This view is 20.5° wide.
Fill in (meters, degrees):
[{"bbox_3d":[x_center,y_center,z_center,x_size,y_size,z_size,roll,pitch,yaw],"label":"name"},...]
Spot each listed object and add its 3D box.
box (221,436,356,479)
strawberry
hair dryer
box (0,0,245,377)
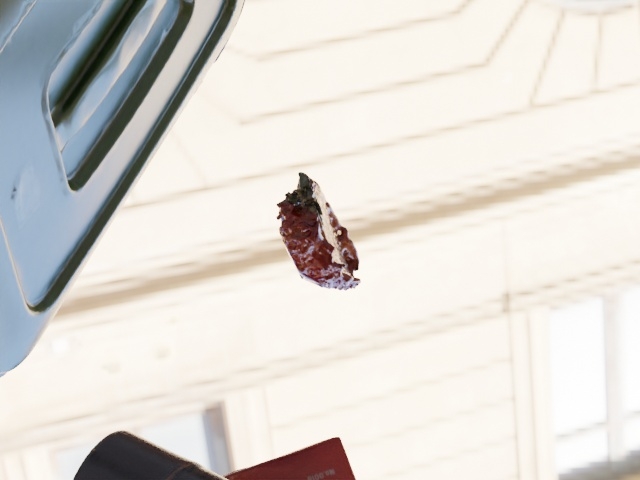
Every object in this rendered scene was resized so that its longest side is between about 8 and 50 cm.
[{"bbox_3d":[-0.051,0.264,1.658,0.133,0.099,0.182,-14,165,-27],"label":"box"},{"bbox_3d":[-0.003,0.001,1.574,0.048,0.152,0.104,-17,-126,8],"label":"strawberry"},{"bbox_3d":[-0.110,0.338,1.586,0.189,0.352,0.107,22,-134,26],"label":"hair dryer"},{"bbox_3d":[-0.176,-0.123,0.909,0.178,0.252,0.328,18,-124,14],"label":"box"}]
